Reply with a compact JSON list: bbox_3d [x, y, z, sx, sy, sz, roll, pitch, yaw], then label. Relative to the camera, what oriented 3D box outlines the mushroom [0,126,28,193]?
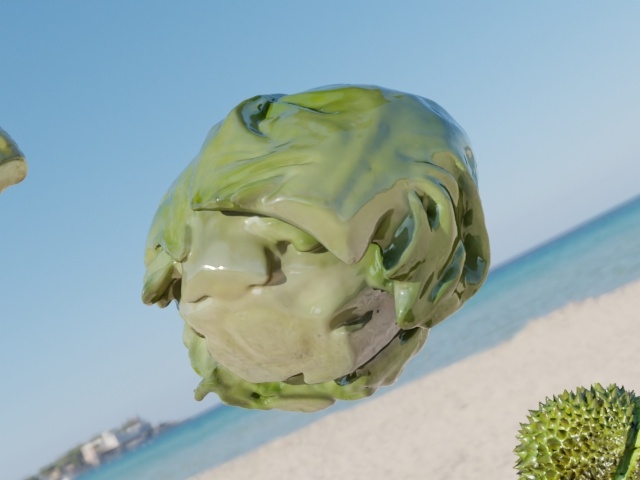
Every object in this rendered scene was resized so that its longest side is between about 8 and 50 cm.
[{"bbox_3d":[-0.487,-0.154,1.355,0.100,0.312,0.081,-43,-30,-13],"label":"mushroom"}]

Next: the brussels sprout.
[{"bbox_3d":[-0.002,-0.017,1.240,0.425,0.342,0.361,-41,23,48],"label":"brussels sprout"}]

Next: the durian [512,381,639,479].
[{"bbox_3d":[0.253,0.217,0.930,0.159,0.198,0.146,-7,12,29],"label":"durian"}]
